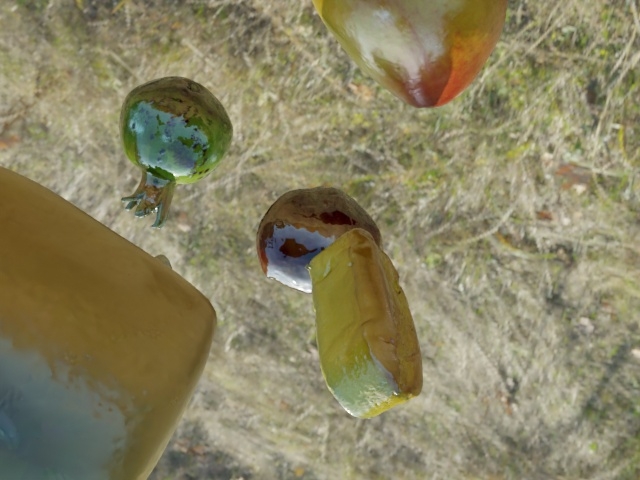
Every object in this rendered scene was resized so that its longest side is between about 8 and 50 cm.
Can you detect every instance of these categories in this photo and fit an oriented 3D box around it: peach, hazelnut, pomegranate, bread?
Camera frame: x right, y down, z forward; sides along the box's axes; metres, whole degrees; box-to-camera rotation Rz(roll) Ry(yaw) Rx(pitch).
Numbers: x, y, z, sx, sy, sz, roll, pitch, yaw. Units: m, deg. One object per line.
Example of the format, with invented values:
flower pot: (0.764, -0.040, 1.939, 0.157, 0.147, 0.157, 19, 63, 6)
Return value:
peach: (0.141, -0.360, 1.292, 0.308, 0.289, 0.289, 47, 137, -11)
hazelnut: (0.000, 0.000, 1.402, 0.204, 0.178, 0.178, 4, 143, -15)
pomegranate: (-0.316, -0.191, 1.787, 0.231, 0.286, 0.231, 44, -179, -1)
bread: (0.053, 0.088, 1.027, 0.094, 0.245, 0.102, -37, 124, 22)
bread: (-0.323, 0.122, 0.857, 0.376, 0.348, 0.253, 35, -176, -9)
